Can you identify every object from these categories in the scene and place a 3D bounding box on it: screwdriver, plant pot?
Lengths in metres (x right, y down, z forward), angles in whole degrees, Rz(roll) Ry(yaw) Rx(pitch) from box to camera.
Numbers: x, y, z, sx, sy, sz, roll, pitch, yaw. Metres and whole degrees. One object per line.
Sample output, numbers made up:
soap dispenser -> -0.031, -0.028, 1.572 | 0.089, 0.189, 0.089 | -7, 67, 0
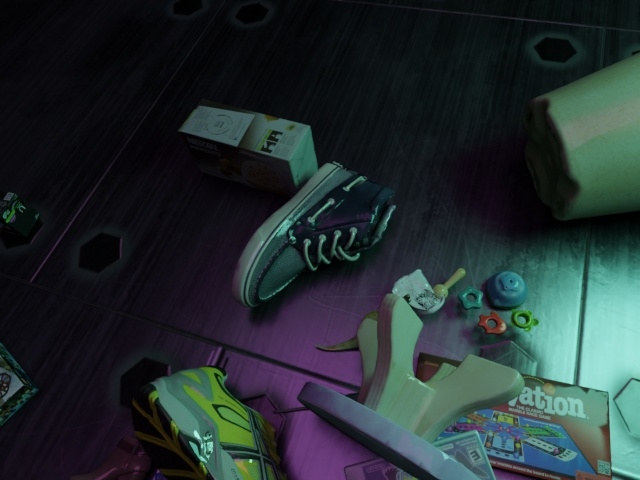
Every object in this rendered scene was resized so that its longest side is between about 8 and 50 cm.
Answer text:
screwdriver -> 0.007, 0.265, 0.751 | 0.170, 0.025, 0.024 | -13, 59, 10
plant pot -> 0.533, -0.175, 0.793 | 0.306, 0.333, 0.333 | -16, 59, 11

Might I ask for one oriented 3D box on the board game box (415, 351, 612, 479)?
board game box -> 0.280, 0.269, 0.705 | 0.282, 0.027, 0.144 | 9, 60, 12

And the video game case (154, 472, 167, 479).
video game case -> -0.189, 0.424, 0.678 | 0.119, 0.015, 0.166 | -7, 59, 3

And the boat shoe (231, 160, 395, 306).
boat shoe -> 0.000, 0.000, 0.836 | 0.158, 0.127, 0.340 | 24, 65, 28

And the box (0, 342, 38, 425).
box -> -0.632, 0.246, 0.819 | 0.233, 0.044, 0.159 | 34, 69, 23

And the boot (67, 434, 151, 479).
boot -> -0.320, 0.348, 0.729 | 0.119, 0.042, 0.086 | 9, 55, 11

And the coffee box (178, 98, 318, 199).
coffee box -> -0.141, -0.184, 0.956 | 0.247, 0.141, 0.098 | 18, 64, 16

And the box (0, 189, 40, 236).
box -> -0.645, -0.056, 0.975 | 0.052, 0.083, 0.062 | 10, 61, 11

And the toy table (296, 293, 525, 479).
toy table -> 0.110, 0.201, 0.618 | 0.275, 0.252, 0.160 | 18, 64, 38

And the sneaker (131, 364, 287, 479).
sneaker -> -0.096, 0.329, 0.648 | 0.384, 0.145, 0.147 | 50, 38, 13

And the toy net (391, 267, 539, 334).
toy net -> 0.239, 0.106, 0.798 | 0.233, 0.045, 0.122 | -2, 61, 8

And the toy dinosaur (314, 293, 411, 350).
toy dinosaur -> 0.089, 0.165, 0.784 | 0.183, 0.053, 0.092 | -34, 52, 8

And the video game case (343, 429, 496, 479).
video game case -> 0.152, 0.381, 0.640 | 0.202, 0.023, 0.183 | -17, 66, 1
